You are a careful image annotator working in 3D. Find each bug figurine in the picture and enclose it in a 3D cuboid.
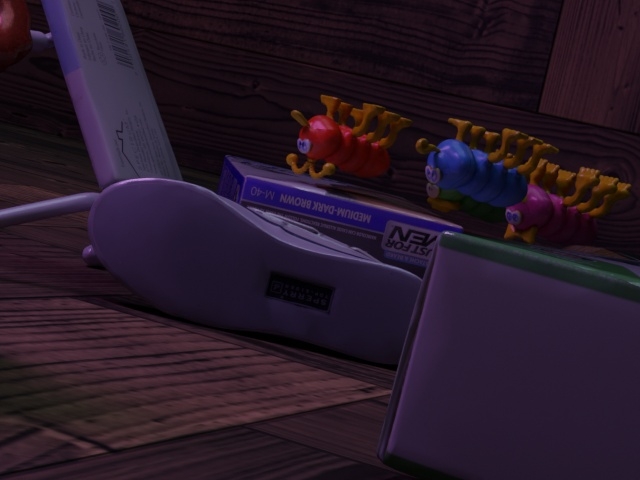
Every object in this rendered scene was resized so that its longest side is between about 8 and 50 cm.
[{"bbox_3d":[0.107,-0.050,1.344,0.216,0.072,0.279,19,-1,-30],"label":"bug figurine"}]

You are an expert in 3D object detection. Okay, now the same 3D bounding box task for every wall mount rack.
[{"bbox_3d":[-0.224,-0.100,1.283,0.130,0.350,0.304,-24,-13,19],"label":"wall mount rack"}]

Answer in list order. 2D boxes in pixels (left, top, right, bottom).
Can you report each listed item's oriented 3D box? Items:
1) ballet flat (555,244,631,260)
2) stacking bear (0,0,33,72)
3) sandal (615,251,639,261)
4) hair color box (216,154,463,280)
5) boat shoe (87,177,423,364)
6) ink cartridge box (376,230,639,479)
[{"bbox_3d":[0.206,0.080,1.203,0.124,0.116,0.342,-10,19,-27],"label":"ballet flat"},{"bbox_3d":[-0.304,-0.100,0.895,0.164,0.175,0.289,21,-45,-40],"label":"stacking bear"},{"bbox_3d":[0.337,0.092,1.517,0.120,0.086,0.303,26,-5,38],"label":"sandal"},{"bbox_3d":[0.000,0.000,1.513,0.185,0.110,0.339,13,6,-7],"label":"hair color box"},{"bbox_3d":[-0.040,0.027,1.223,0.258,0.095,0.084,23,0,1],"label":"boat shoe"},{"bbox_3d":[0.195,0.082,0.870,0.211,0.122,0.289,16,4,30],"label":"ink cartridge box"}]
